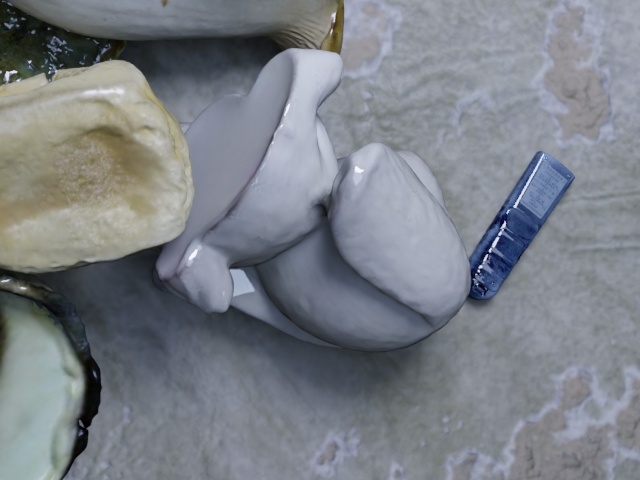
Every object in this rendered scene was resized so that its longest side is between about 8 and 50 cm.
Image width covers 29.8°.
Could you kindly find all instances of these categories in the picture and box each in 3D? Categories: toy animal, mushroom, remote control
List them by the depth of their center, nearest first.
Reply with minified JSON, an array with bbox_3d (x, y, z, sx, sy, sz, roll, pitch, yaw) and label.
[{"bbox_3d":[-0.325,0.161,0.916,0.247,0.130,0.344,33,86,-37],"label":"mushroom"},{"bbox_3d":[-0.110,-0.225,0.954,0.329,0.122,0.159,10,95,-36],"label":"mushroom"},{"bbox_3d":[0.000,0.000,0.991,0.265,0.272,0.206,32,53,-33],"label":"toy animal"},{"bbox_3d":[0.181,-0.010,1.117,0.043,0.027,0.152,35,80,-6],"label":"remote control"}]

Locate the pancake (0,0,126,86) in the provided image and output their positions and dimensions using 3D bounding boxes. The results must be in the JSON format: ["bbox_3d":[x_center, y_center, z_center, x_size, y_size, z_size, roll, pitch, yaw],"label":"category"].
[{"bbox_3d":[-0.280,-0.181,0.968,0.254,0.037,0.253,0,91,-17],"label":"pancake"}]

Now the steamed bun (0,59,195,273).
[{"bbox_3d":[-0.191,-0.070,0.900,0.172,0.155,0.140,-13,117,-11],"label":"steamed bun"}]
